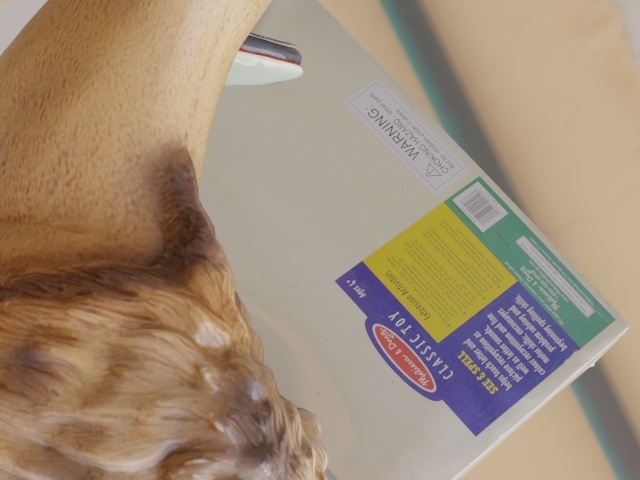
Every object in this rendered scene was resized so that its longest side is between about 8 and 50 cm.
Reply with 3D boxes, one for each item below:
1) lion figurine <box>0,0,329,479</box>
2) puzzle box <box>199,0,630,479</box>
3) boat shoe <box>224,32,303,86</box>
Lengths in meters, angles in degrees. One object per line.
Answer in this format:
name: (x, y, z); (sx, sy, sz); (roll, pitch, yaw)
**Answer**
lion figurine: (-0.087, -0.052, 0.670); (0.240, 0.392, 0.142); (5, 174, 29)
puzzle box: (0.000, 0.000, 1.238); (0.272, 0.409, 0.052); (-35, 165, -30)
boat shoe: (-0.072, -0.118, 0.943); (0.137, 0.043, 0.049); (8, 161, -23)
